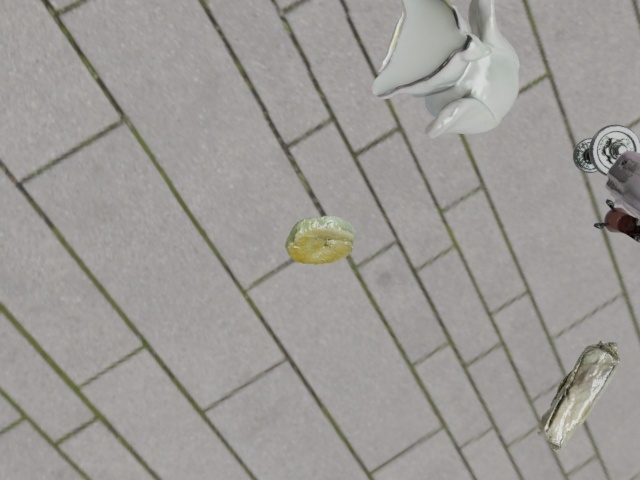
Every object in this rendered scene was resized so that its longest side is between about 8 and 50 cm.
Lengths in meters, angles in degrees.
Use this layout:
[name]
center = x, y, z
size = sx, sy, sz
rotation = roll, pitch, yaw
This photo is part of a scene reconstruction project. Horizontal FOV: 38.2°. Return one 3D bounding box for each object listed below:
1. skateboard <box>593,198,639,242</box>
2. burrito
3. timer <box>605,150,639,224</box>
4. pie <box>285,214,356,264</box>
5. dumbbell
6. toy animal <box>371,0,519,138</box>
[skateboard]
center = 0.658, -0.026, 1.940
size = 0.080, 0.151, 0.067
rotation = 19, 100, -43
[burrito]
center = 0.375, 0.218, 1.337
size = 0.188, 0.058, 0.045
rotation = -52, 160, -16
[timer]
center = 0.408, -0.014, 1.009
size = 0.208, 0.191, 0.069
rotation = 38, 103, -5
[pie]
center = 0.000, 0.000, 1.015
size = 0.085, 0.019, 0.084
rotation = -5, 146, -3
[dumbbell]
center = 0.605, -0.188, 1.998
size = 0.110, 0.254, 0.110
rotation = 0, 92, -3
[toy animal]
center = 0.234, -0.302, 1.553
size = 0.289, 0.174, 0.249
rotation = -13, 116, -49
